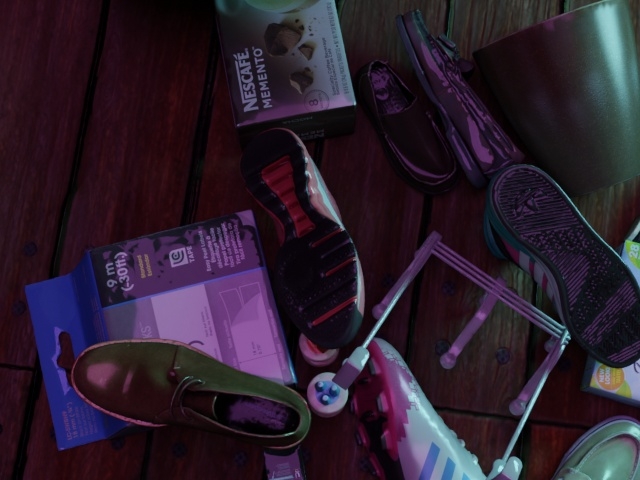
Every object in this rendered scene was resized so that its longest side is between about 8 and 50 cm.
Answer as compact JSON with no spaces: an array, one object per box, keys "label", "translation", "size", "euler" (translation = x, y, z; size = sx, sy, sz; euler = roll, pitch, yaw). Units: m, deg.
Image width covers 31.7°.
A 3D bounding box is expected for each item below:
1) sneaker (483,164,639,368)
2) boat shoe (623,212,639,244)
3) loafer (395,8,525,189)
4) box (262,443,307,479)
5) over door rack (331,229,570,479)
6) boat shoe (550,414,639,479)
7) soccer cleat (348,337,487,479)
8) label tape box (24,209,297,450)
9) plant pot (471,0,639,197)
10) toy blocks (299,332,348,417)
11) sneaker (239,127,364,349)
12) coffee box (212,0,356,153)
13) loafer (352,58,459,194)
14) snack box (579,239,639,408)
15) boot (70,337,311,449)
[{"label":"sneaker","translation":[0.309,0.027,1.475],"size":[0.123,0.178,0.295],"euler":[-34,95,3]},{"label":"boat shoe","translation":[0.467,-0.045,1.550],"size":[0.042,0.049,0.133],"euler":[31,82,1]},{"label":"loafer","translation":[0.193,-0.205,1.557],"size":[0.084,0.096,0.268],"euler":[-26,87,14]},{"label":"box","translation":[-0.044,0.310,1.468],"size":[0.052,0.062,0.083],"euler":[-10,78,-3]},{"label":"over door rack","translation":[0.167,0.151,1.415],"size":[0.239,0.108,0.324],"euler":[34,40,4]},{"label":"boat shoe","translation":[0.329,0.353,1.439],"size":[0.109,0.094,0.302],"euler":[37,81,8]},{"label":"soccer cleat","translation":[0.138,0.281,1.462],"size":[0.143,0.116,0.331],"euler":[-9,74,-24]},{"label":"label tape box","translation":[-0.219,0.122,1.489],"size":[0.333,0.106,0.241],"euler":[-14,78,-3]},{"label":"plant pot","translation":[0.344,-0.182,1.516],"size":[0.215,0.215,0.230],"euler":[-20,93,-4]},{"label":"toy blocks","translation":[0.004,0.164,1.456],"size":[0.054,0.148,0.123],"euler":[-8,78,-2]},{"label":"sneaker","translation":[0.000,-0.001,1.480],"size":[0.116,0.136,0.314],"euler":[-26,64,16]},{"label":"coffee box","translation":[-0.058,-0.289,1.569],"size":[0.168,0.119,0.297],"euler":[-10,77,-2]},{"label":"loafer","translation":[0.114,-0.159,1.560],"size":[0.080,0.078,0.220],"euler":[-35,80,-7]},{"label":"snack box","translation":[0.458,0.124,1.501],"size":[0.174,0.070,0.207],"euler":[17,77,5]},{"label":"boot","translation":[-0.160,0.182,1.366],"size":[0.305,0.115,0.112],"euler":[13,82,3]}]
